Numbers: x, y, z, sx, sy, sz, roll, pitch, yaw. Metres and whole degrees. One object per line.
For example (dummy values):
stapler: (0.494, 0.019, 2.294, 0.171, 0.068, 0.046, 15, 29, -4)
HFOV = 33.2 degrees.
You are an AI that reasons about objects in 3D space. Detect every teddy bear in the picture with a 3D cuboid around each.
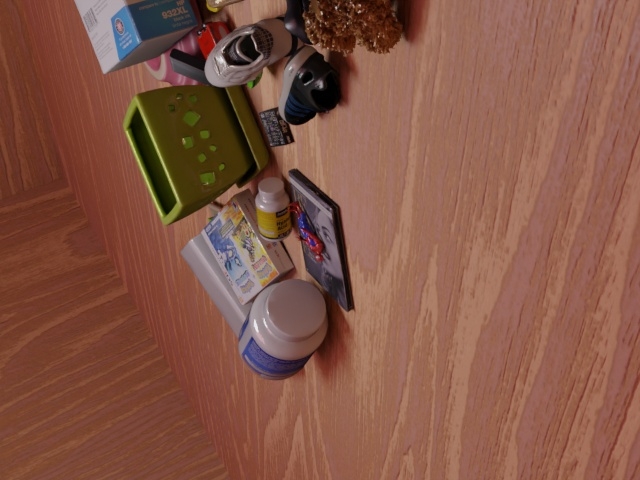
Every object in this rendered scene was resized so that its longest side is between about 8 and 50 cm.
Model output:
teddy bear: (0.034, -0.345, 1.330, 0.338, 0.113, 0.245, 100, 151, -70)

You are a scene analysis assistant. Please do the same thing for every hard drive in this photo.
hard drive: (-0.240, -0.328, 2.054, 0.135, 0.094, 0.022, 164, 128, -85)
hard drive: (-0.191, 0.149, 2.420, 0.353, 0.047, 0.233, 56, 165, -1)

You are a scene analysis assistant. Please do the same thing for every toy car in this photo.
toy car: (-0.150, -0.354, 1.863, 0.225, 0.053, 0.239, 57, 159, 28)

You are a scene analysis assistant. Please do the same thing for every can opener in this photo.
can opener: (-0.035, -0.370, 1.551, 0.186, 0.073, 0.059, 70, -160, 3)

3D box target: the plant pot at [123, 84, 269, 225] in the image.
plant pot: (-0.231, -0.179, 2.041, 0.227, 0.207, 0.228, 67, 161, 1)

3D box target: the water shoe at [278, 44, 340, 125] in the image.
water shoe: (-0.014, -0.212, 1.617, 0.080, 0.073, 0.203, 41, 166, 13)

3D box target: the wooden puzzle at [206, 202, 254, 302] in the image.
wooden puzzle: (-0.200, 0.035, 2.441, 0.221, 0.044, 0.239, 24, 133, 63)

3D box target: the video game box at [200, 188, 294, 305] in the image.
video game box: (-0.154, 0.018, 2.208, 0.187, 0.048, 0.205, 58, 147, 6)

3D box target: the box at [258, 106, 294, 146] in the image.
box: (-0.078, -0.199, 1.891, 0.083, 0.018, 0.067, 4, 114, 69)

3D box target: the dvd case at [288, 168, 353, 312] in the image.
dvd case: (0.000, 0.000, 1.901, 0.164, 0.018, 0.221, 44, 150, 50)

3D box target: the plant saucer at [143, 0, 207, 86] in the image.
plant saucer: (-0.332, -0.458, 2.197, 0.332, 0.084, 0.332, 53, 155, 37)

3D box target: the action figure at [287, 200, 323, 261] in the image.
action figure: (-0.025, -0.013, 1.884, 0.115, 0.030, 0.038, 59, 154, 17)

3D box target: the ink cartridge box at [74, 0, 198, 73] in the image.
ink cartridge box: (-0.372, -0.492, 1.978, 0.223, 0.129, 0.307, -14, 99, 62)

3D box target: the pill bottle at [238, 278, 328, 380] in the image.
pill bottle: (-0.069, 0.168, 2.069, 0.152, 0.152, 0.272, 63, 160, 13)

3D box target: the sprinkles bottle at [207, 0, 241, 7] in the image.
sprinkles bottle: (-0.165, -0.533, 1.600, 0.121, 0.121, 0.355, 18, 128, 66)

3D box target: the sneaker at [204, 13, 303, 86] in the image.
sneaker: (-0.131, -0.299, 1.718, 0.235, 0.095, 0.090, -19, 98, 52)

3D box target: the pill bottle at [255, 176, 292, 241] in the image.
pill bottle: (-0.088, -0.059, 2.001, 0.065, 0.065, 0.116, 51, 155, 41)
